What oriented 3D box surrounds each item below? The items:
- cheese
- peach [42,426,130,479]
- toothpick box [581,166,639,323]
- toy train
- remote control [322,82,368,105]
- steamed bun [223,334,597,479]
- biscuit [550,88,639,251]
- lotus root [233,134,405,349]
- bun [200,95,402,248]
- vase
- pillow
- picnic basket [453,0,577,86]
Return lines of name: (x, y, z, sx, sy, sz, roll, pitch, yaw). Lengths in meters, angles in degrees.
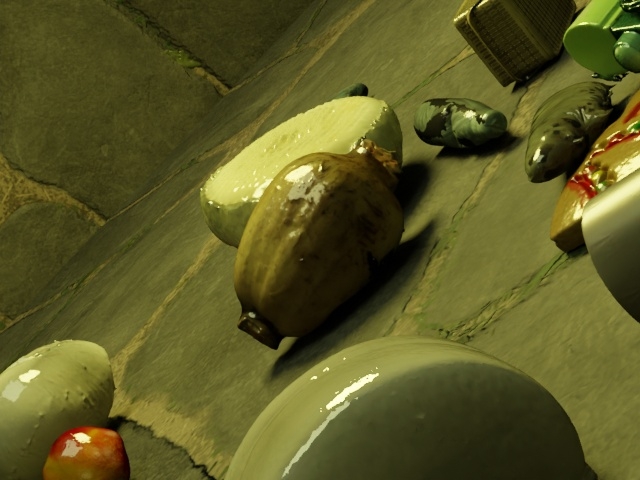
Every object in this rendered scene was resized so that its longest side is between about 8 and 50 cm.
cheese: (-0.363, 0.230, 1.839, 0.198, 0.154, 0.189, -42, -5, 22)
peach: (-0.260, 0.259, 1.613, 0.101, 0.100, 0.100, -40, 14, 12)
toothpick box: (0.273, -0.027, 0.929, 0.181, 0.111, 0.111, -35, 16, 33)
toy train: (0.342, -0.255, 1.406, 0.253, 0.105, 0.157, -50, 24, -19)
remote control: (-0.015, -0.125, 2.168, 0.107, 0.044, 0.377, -38, 14, 34)
steamed bun: (0.037, 0.162, 0.915, 0.241, 0.164, 0.146, -47, 13, -8)
biscuit: (0.280, -0.084, 1.228, 0.239, 0.041, 0.212, -44, 15, -6)
lotus root: (0.000, 0.000, 1.552, 0.256, 0.154, 0.140, -58, -20, 1)
bun: (-0.010, -0.064, 1.766, 0.287, 0.146, 0.287, -25, 21, 11)
vase: (0.165, -0.136, 1.659, 0.060, 0.060, 0.211, -45, 13, -7)
pillow: (0.243, -0.114, 1.378, 0.093, 0.051, 0.241, -30, 9, 21)
picnic basket: (0.240, -0.275, 1.752, 0.079, 0.115, 0.164, -31, 19, 35)
